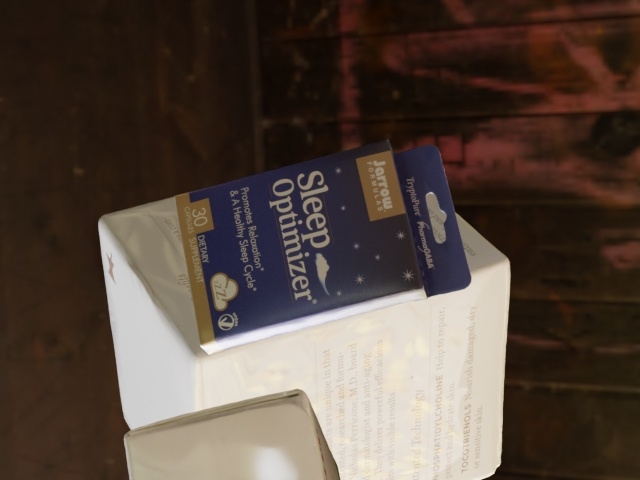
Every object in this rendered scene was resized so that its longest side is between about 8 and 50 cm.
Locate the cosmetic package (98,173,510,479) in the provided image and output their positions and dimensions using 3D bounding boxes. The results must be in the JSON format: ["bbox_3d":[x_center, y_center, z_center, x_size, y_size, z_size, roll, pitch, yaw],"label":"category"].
[{"bbox_3d":[-0.023,0.128,1.738,0.393,0.329,0.327,-15,-55,-20],"label":"cosmetic package"}]

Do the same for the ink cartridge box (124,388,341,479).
[{"bbox_3d":[-0.033,0.231,0.931,0.278,0.117,0.201,75,-177,-71],"label":"ink cartridge box"}]

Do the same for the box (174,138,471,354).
[{"bbox_3d":[0.000,0.000,1.168,0.036,0.225,0.136,63,-167,-68],"label":"box"}]
